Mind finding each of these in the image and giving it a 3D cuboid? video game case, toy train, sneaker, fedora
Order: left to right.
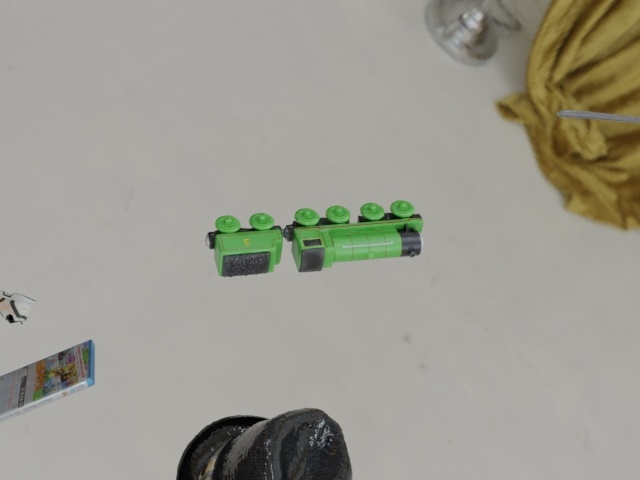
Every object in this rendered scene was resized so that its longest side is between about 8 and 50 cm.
[{"bbox_3d":[-0.476,0.101,1.633,0.040,0.109,0.044,31,71,-41],"label":"sneaker"},{"bbox_3d":[-0.409,0.208,1.573,0.119,0.166,0.015,-115,-177,-65],"label":"video game case"},{"bbox_3d":[-0.046,0.351,1.570,0.334,0.152,0.334,26,32,-18],"label":"fedora"},{"bbox_3d":[0.000,0.000,0.393,0.083,0.017,0.024,-5,42,-14],"label":"toy train"}]

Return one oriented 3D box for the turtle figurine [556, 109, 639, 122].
[{"bbox_3d":[0.389,-0.153,0.911,0.266,0.198,0.275,-2,24,-16],"label":"turtle figurine"}]
